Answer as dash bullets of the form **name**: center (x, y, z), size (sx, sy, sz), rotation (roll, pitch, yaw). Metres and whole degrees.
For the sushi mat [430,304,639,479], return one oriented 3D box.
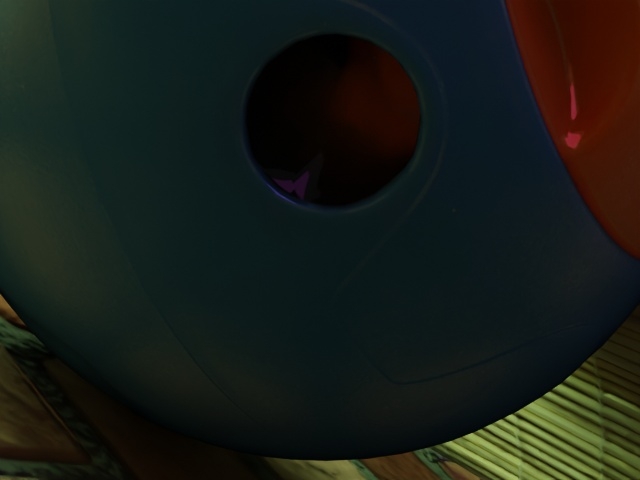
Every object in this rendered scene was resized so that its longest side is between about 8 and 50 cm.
- **sushi mat**: center (0.125, 0.077, 0.536), size (0.019, 0.151, 0.316), rotation (-18, 19, -23)

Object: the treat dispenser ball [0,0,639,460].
- **treat dispenser ball**: center (0.001, -0.063, 0.451), size (0.288, 0.288, 0.288), rotation (36, 8, -6)
